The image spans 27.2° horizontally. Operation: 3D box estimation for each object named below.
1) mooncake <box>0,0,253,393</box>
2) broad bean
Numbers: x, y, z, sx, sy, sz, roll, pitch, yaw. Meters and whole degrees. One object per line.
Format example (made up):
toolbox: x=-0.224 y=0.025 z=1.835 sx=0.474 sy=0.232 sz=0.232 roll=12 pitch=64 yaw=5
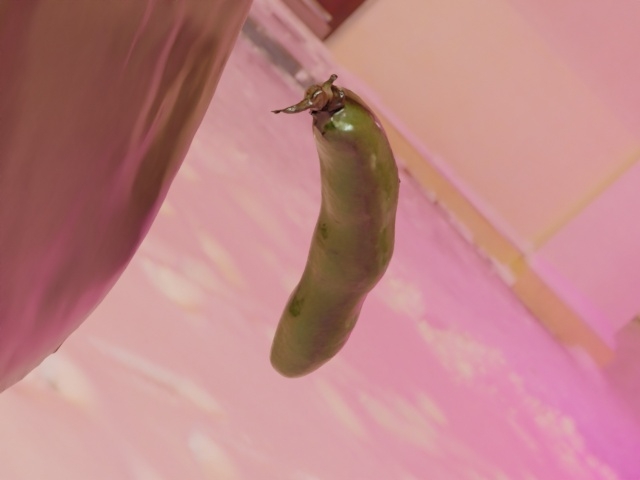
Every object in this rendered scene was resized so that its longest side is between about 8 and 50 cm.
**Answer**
mooncake: x=-0.130 y=-0.112 z=0.444 sx=0.187 sy=0.324 sz=0.324 roll=22 pitch=11 yaw=4
broad bean: x=0.005 y=-0.002 z=0.691 sx=0.227 sy=0.069 sz=0.039 roll=92 pitch=-20 yaw=-48
